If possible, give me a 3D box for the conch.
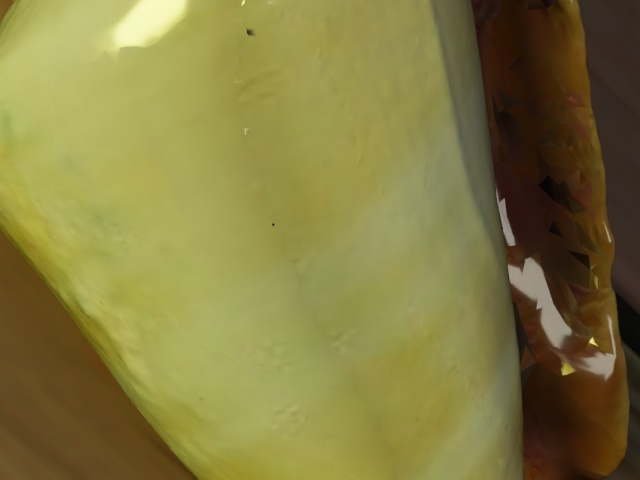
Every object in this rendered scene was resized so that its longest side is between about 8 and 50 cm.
[{"bbox_3d":[-0.010,-0.001,0.461,0.158,0.127,0.255,-36,120,-55],"label":"conch"}]
